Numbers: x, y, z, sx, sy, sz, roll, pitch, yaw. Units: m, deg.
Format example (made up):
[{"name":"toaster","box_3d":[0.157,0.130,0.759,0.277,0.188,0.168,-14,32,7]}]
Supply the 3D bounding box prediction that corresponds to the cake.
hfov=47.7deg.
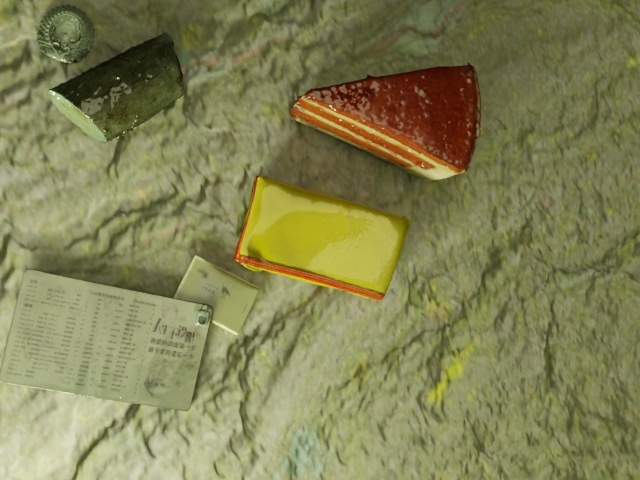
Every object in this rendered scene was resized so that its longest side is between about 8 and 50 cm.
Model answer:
[{"name":"cake","box_3d":[0.097,-0.155,1.076,0.262,0.158,0.159,-12,90,-15]}]

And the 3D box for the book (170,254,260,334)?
[{"name":"book","box_3d":[-0.152,0.080,1.062,0.111,0.014,0.077,29,80,-14]}]

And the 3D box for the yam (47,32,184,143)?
[{"name":"yam","box_3d":[-0.267,-0.208,0.997,0.183,0.107,0.107,-36,98,-18]}]

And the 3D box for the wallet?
[{"name":"wallet","box_3d":[0.000,0.000,1.092,0.241,0.067,0.141,16,88,-11]}]

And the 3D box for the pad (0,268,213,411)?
[{"name":"pad","box_3d":[-0.295,0.143,1.011,0.265,0.009,0.159,13,89,-15]}]

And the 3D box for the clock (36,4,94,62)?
[{"name":"clock","box_3d":[-0.357,-0.292,1.018,0.074,0.010,0.083,17,82,-15]}]
